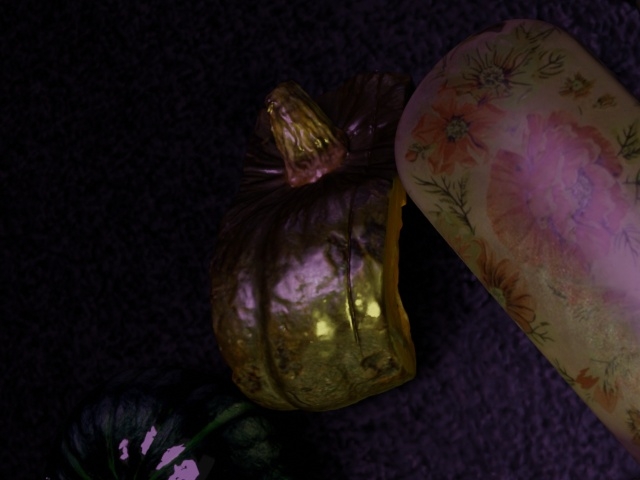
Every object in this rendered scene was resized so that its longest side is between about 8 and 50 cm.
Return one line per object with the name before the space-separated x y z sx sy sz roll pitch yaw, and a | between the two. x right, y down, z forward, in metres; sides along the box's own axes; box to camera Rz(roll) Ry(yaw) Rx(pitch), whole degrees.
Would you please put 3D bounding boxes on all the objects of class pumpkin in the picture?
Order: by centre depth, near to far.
pumpkin | -0.002 -0.005 0.924 0.131 0.126 0.248 -9 81 23
pumpkin | -0.113 0.188 0.952 0.202 0.140 0.202 0 90 23

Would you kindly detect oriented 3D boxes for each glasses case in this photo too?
glasses case | 0.213 0.036 0.829 0.156 0.098 0.425 -45 69 16

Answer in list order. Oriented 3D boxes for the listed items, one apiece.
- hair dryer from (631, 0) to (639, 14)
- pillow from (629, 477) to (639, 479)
hair dryer | 0.276 -0.119 0.840 0.248 0.078 0.195 22 96 36
pillow | 0.222 0.271 0.785 0.233 0.086 0.214 41 129 28
